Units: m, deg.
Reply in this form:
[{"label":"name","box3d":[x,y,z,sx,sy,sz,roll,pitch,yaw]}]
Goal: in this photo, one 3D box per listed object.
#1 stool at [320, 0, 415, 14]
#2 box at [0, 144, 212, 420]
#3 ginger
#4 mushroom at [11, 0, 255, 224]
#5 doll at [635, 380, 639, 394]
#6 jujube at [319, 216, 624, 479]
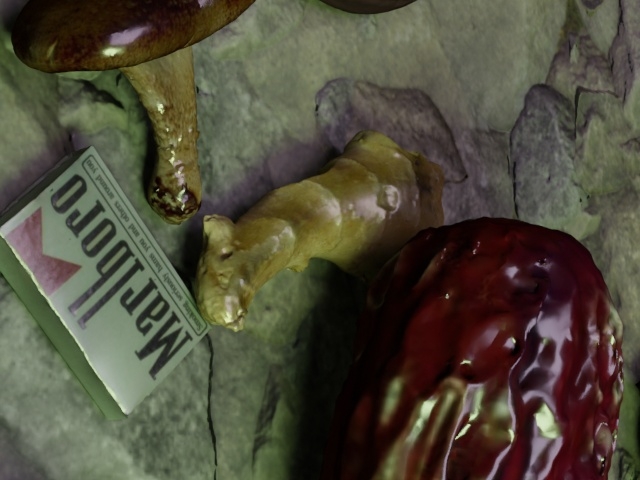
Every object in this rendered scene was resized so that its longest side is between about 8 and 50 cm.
[{"label":"stool","box3d":[0.071,-0.345,1.390,0.272,0.178,0.272,10,75,-44]},{"label":"box","box3d":[-0.164,0.032,1.200,0.115,0.036,0.177,-48,116,-37]},{"label":"ginger","box3d":[0.000,0.000,1.328,0.294,0.086,0.131,-30,107,-42]},{"label":"mushroom","box3d":[-0.117,-0.123,1.231,0.227,0.148,0.217,-35,126,-32]},{"label":"doll","box3d":[0.400,0.252,1.643,0.182,0.117,0.257,-19,95,-40]},{"label":"jujube","box3d":[0.115,0.170,1.295,0.258,0.258,0.376,16,75,-41]}]
